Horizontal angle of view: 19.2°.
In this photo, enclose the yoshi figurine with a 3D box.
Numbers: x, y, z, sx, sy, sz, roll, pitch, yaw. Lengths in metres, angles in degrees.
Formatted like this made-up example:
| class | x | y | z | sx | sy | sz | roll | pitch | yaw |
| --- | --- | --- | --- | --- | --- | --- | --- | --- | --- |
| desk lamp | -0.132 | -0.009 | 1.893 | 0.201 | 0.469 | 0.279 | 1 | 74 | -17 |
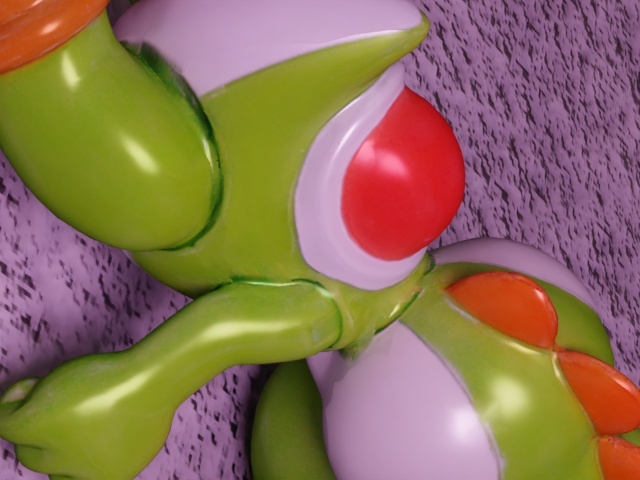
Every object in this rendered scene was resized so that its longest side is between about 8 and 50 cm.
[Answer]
| class | x | y | z | sx | sy | sz | roll | pitch | yaw |
| --- | --- | --- | --- | --- | --- | --- | --- | --- | --- |
| yoshi figurine | -0.021 | 0.013 | 0.712 | 0.362 | 0.203 | 0.203 | 49 | 3 | -14 |
